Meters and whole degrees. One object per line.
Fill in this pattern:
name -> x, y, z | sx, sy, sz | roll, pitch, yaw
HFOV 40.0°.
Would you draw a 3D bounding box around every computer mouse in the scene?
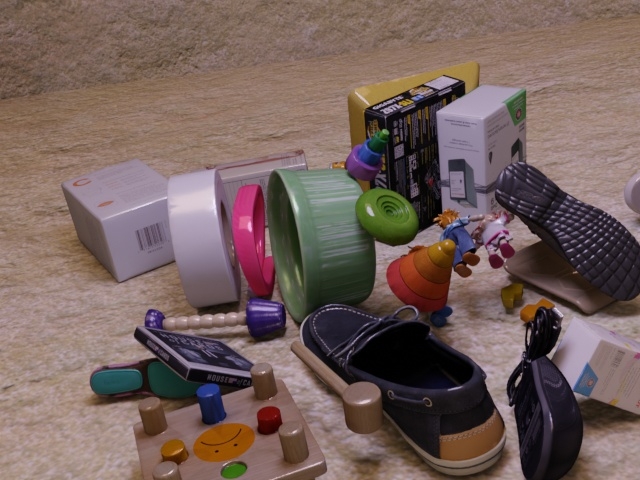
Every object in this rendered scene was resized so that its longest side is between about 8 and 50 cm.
computer mouse -> 0.335, 0.242, 1.278 | 0.072, 0.188, 0.272 | 12, 34, -1

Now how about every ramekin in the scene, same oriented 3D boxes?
ramekin -> 0.000, 0.000, 1.732 | 0.148, 0.303, 0.303 | -9, 24, -13

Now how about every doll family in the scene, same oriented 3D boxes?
doll family -> 0.240, 0.021, 1.655 | 0.263, 0.118, 0.163 | -47, 24, 21

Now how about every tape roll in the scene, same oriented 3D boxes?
tape roll -> -0.239, -0.003, 1.838 | 0.100, 0.286, 0.286 | -11, 25, 0

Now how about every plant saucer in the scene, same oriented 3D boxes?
plant saucer -> 0.243, -0.242, 2.138 | 0.333, 0.332, 0.081 | -14, 42, -9

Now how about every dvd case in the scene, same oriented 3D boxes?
dvd case -> -0.204, 0.208, 1.548 | 0.179, 0.029, 0.239 | 15, 4, -35

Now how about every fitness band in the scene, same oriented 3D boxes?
fitness band -> -0.143, -0.002, 1.882 | 0.054, 0.209, 0.291 | -9, 25, 4

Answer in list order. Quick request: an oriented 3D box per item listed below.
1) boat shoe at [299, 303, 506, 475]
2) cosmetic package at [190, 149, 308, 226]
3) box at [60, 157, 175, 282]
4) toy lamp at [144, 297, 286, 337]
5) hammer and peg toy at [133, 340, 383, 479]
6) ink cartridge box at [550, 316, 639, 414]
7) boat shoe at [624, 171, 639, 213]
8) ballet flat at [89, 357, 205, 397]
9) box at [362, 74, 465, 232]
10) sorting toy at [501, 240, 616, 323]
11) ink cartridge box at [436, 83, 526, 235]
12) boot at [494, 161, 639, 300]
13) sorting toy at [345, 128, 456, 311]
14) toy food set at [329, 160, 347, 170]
boat shoe -> 0.116, 0.194, 1.441 | 0.187, 0.156, 0.500 | -22, 26, -20
cosmetic package -> -0.171, -0.120, 2.214 | 0.296, 0.153, 0.129 | -9, 23, -1
box -> -0.475, -0.060, 2.177 | 0.215, 0.168, 0.345 | -22, 28, -23
toy lamp -> -0.204, 0.159, 1.724 | 0.275, 0.080, 0.080 | -7, 25, 10
hammer and peg toy -> -0.094, 0.295, 1.337 | 0.361, 0.127, 0.266 | -16, 24, -13
ink cartridge box -> 0.442, 0.193, 1.336 | 0.143, 0.092, 0.090 | 21, 11, -17
boat shoe -> 0.786, -0.135, 1.946 | 0.341, 0.127, 0.158 | -9, 17, -17
ballet flat -> -0.307, 0.246, 1.596 | 0.222, 0.076, 0.079 | -5, 6, 12
box -> 0.220, -0.181, 1.990 | 0.257, 0.322, 0.079 | -29, 37, -33
sorting toy -> 0.468, 0.075, 1.701 | 0.307, 0.041, 0.229 | -22, 32, -24
ink cartridge box -> 0.369, -0.179, 1.976 | 0.122, 0.289, 0.211 | 13, 34, 35
boot -> 0.477, -0.020, 1.679 | 0.118, 0.338, 0.223 | -44, -14, 6
sorting toy -> 0.152, -0.056, 1.563 | 0.127, 0.126, 0.365 | -1, 53, -31
toy food set -> 0.011, -0.077, 2.080 | 0.105, 0.111, 0.232 | -5, 57, 11
